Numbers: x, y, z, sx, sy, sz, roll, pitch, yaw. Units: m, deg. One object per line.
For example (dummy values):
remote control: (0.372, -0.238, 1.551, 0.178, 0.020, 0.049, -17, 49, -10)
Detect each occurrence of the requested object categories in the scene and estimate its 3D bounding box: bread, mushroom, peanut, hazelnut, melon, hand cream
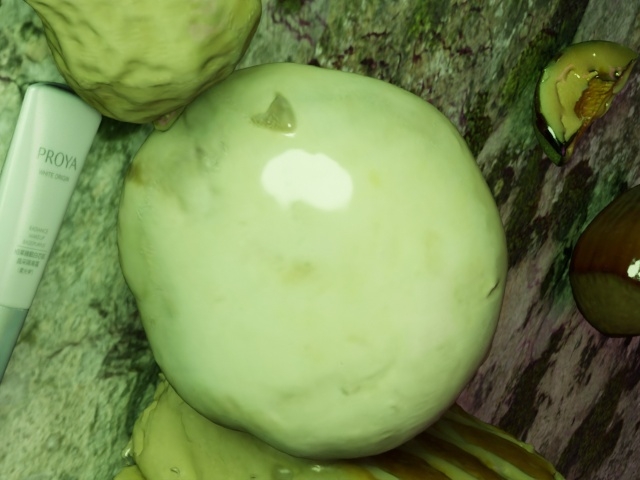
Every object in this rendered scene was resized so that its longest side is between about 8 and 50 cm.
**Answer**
bread: (0.029, 0.274, 1.536, 0.371, 0.390, 0.279, 3, 115, -58)
mushroom: (0.000, 0.000, 1.364, 0.336, 0.314, 0.314, -79, -175, -73)
peanut: (-0.126, -0.182, 1.143, 0.291, 0.159, 0.143, 63, 33, -55)
hazelnut: (0.405, 0.027, 2.185, 0.186, 0.210, 0.210, -17, 134, -14)
melon: (0.279, -0.153, 1.928, 0.160, 0.079, 0.128, -53, 168, -22)
hand cream: (-0.225, 0.008, 1.239, 0.079, 0.048, 0.255, 13, 99, -62)
